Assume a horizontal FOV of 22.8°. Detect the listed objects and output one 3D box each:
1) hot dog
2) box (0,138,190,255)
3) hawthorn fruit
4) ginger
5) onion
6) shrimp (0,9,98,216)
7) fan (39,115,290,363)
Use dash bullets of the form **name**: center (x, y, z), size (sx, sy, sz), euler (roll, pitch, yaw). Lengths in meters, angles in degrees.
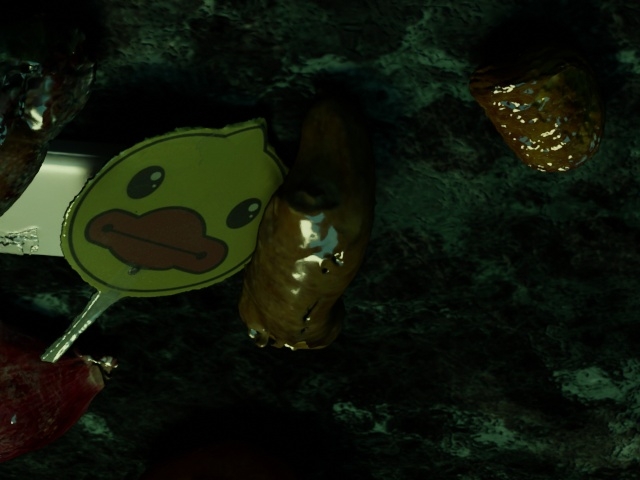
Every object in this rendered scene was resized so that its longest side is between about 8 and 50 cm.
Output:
- **hot dog**: center (0.184, -0.115, 1.333), size (0.099, 0.065, 0.147), euler (-19, 143, 25)
- **box**: center (-0.249, -0.038, 1.472), size (0.285, 0.044, 0.142), euler (5, 139, -2)
- **hawthorn fruit**: center (-0.106, 0.367, 1.788), size (0.241, 0.272, 0.242), euler (-5, 137, -5)
- **ginger**: center (-0.009, 0.011, 1.445), size (0.107, 0.133, 0.309), euler (36, 148, 15)
- **onion**: center (-0.352, 0.164, 1.670), size (0.283, 0.120, 0.227), euler (-5, 145, 9)
- **shrimp**: center (-0.337, -0.069, 1.357), size (0.372, 0.172, 0.137), euler (-39, 145, 13)
- **fan**: center (-0.153, 0.006, 1.454), size (0.229, 0.011, 0.335), euler (17, 125, -45)
